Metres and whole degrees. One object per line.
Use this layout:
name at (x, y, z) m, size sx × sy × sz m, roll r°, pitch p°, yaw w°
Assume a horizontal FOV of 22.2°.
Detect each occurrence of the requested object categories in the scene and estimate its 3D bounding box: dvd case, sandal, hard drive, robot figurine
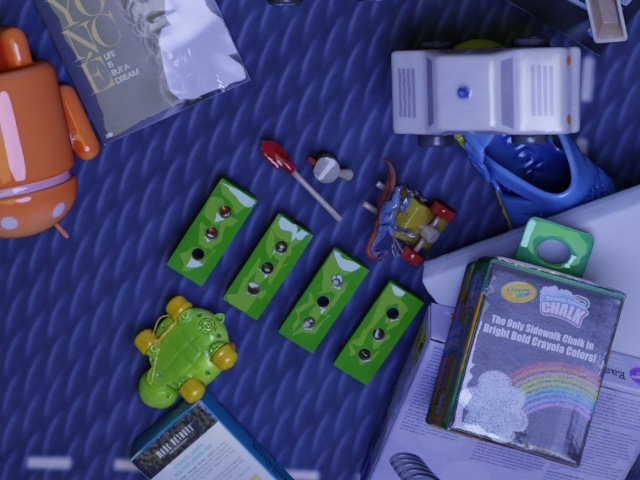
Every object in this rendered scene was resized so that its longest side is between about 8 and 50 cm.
dvd case at (-0.189, -0.227, 1.622) m, size 0.164 × 0.018 × 0.221 m, roll -24°, pitch 103°, yaw 3°
sandal at (0.228, -0.056, 1.624) m, size 0.126 × 0.138 × 0.317 m, roll -42°, pitch 103°, yaw 4°
hard drive at (0.284, 0.047, 1.611) m, size 0.307 × 0.040 × 0.203 m, roll -21°, pitch 128°, yaw 26°
robot figurine at (-0.306, -0.097, 1.593) m, size 0.128 × 0.158 × 0.219 m, roll -4°, pitch 104°, yaw 20°

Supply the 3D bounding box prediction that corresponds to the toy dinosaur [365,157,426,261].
toy dinosaur at (0.068, -0.022, 1.634) m, size 0.082 × 0.047 × 0.090 m, roll -42°, pitch 68°, yaw 18°

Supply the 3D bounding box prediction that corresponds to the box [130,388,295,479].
box at (-0.082, 0.276, 1.727) m, size 0.100 × 0.060 × 0.244 m, roll -41°, pitch 102°, yaw 7°

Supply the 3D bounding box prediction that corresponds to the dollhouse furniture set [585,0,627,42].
dollhouse furniture set at (0.277, -0.219, 1.506) m, size 0.091 × 0.081 × 0.114 m, roll -2°, pitch 131°, yaw 22°

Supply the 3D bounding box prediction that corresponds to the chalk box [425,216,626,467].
chalk box at (0.194, 0.088, 1.519) m, size 0.132 × 0.132 × 0.213 m, roll 17°, pitch 85°, yaw -4°

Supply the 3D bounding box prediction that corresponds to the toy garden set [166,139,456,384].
toy garden set at (0.000, 0.000, 1.674) m, size 0.244 × 0.049 × 0.204 m, roll 32°, pitch 102°, yaw -9°

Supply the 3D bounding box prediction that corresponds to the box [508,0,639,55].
box at (0.248, -0.348, 1.506) m, size 0.242 × 0.076 × 0.307 m, roll 30°, pitch 135°, yaw -10°

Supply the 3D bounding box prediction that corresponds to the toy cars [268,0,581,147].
toy cars at (0.068, -0.206, 1.522) m, size 0.393 × 0.087 × 0.176 m, roll 43°, pitch 113°, yaw 14°

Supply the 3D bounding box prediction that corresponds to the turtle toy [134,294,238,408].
turtle toy at (-0.142, 0.122, 1.684) m, size 0.130 × 0.066 × 0.095 m, roll -46°, pitch 77°, yaw 10°

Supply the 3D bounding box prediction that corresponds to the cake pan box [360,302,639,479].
cake pan box at (0.199, 0.203, 1.678) m, size 0.266 × 0.070 × 0.246 m, roll 14°, pitch 127°, yaw -5°
